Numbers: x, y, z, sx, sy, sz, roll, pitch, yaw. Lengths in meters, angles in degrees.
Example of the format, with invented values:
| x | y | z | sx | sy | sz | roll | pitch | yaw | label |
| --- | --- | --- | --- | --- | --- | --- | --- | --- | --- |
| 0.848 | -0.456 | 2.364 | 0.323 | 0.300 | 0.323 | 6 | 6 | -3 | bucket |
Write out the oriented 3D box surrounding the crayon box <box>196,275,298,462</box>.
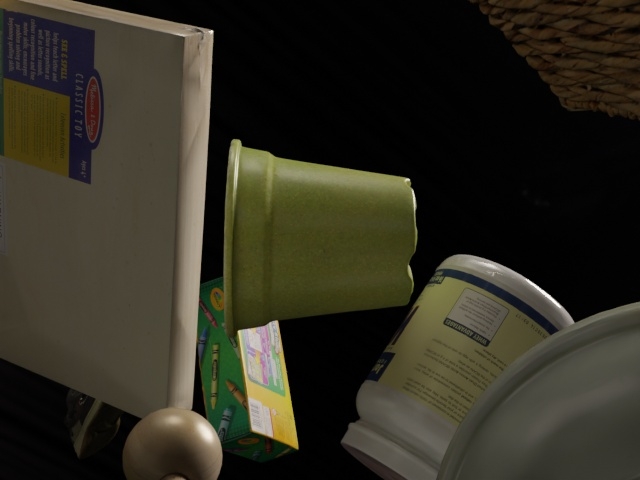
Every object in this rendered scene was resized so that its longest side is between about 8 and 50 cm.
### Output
| x | y | z | sx | sy | sz | roll | pitch | yaw | label |
| --- | --- | --- | --- | --- | --- | --- | --- | --- | --- |
| -0.127 | 0.216 | 1.652 | 0.081 | 0.165 | 0.278 | -21 | -119 | 18 | crayon box |

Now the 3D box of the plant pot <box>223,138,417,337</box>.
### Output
| x | y | z | sx | sy | sz | roll | pitch | yaw | label |
| --- | --- | --- | --- | --- | --- | --- | --- | --- | --- |
| 0.000 | 0.000 | 1.377 | 0.276 | 0.253 | 0.276 | -179 | -90 | -88 | plant pot |

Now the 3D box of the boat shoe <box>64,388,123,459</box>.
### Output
| x | y | z | sx | sy | sz | roll | pitch | yaw | label |
| --- | --- | --- | --- | --- | --- | --- | --- | --- | --- |
| -0.299 | 0.213 | 1.296 | 0.080 | 0.073 | 0.223 | -34 | 163 | -39 | boat shoe |

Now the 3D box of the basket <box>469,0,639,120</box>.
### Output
| x | y | z | sx | sy | sz | roll | pitch | yaw | label |
| --- | --- | --- | --- | --- | --- | --- | --- | --- | --- |
| 0.202 | -0.195 | 0.496 | 0.213 | 0.223 | 0.299 | -53 | -154 | -3 | basket |

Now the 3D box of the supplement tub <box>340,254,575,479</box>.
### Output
| x | y | z | sx | sy | sz | roll | pitch | yaw | label |
| --- | --- | --- | --- | --- | --- | --- | --- | --- | --- |
| 0.198 | 0.211 | 1.425 | 0.325 | 0.235 | 0.235 | -55 | -164 | -15 | supplement tub |

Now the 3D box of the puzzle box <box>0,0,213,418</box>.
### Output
| x | y | z | sx | sy | sz | roll | pitch | yaw | label |
| --- | --- | --- | --- | --- | --- | --- | --- | --- | --- |
| -0.241 | -0.035 | 1.008 | 0.052 | 0.272 | 0.409 | -29 | 131 | -56 | puzzle box |

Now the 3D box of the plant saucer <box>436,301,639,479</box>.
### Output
| x | y | z | sx | sy | sz | roll | pitch | yaw | label |
| --- | --- | --- | --- | --- | --- | --- | --- | --- | --- |
| 0.269 | 0.241 | 0.676 | 0.400 | 0.400 | 0.100 | -48 | 179 | 19 | plant saucer |

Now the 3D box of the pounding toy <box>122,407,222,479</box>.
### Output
| x | y | z | sx | sy | sz | roll | pitch | yaw | label |
| --- | --- | --- | --- | --- | --- | --- | --- | --- | --- |
| -0.165 | 0.178 | 0.492 | 0.237 | 0.110 | 0.183 | -41 | -161 | 17 | pounding toy |
